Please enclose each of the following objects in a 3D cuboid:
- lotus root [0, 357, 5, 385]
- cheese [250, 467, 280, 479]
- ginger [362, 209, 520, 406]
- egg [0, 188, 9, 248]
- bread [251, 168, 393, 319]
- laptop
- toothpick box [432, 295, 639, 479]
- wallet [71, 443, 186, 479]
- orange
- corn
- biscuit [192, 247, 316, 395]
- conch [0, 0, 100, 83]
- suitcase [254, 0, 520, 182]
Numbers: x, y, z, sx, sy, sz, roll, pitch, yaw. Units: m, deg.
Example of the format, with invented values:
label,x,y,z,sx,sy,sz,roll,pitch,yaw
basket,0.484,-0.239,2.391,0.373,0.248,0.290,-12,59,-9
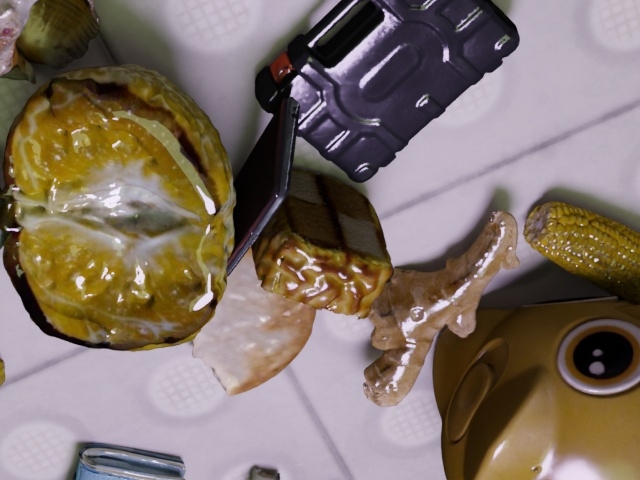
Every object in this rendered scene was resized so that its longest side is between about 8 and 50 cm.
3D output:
label,x,y,z,sx,sy,sz,roll,pitch,yaw
lotus root,-0.473,0.191,1.710,0.099,0.054,0.049,-28,135,7
cheese,-0.092,0.432,1.941,0.048,0.092,0.171,6,116,0
ginger,0.158,0.086,1.751,0.334,0.081,0.148,-44,77,17
egg,-0.495,-0.035,1.472,0.264,0.183,0.183,9,121,-25
bread,0.000,0.000,1.588,0.181,0.222,0.096,18,117,-19
laptop,-0.077,-0.059,1.528,0.026,0.154,0.207,16,144,-16
toothpick box,0.382,0.275,1.752,0.425,0.409,0.409,23,116,-16
wallet,-0.308,0.425,1.895,0.176,0.075,0.250,13,121,-17
orange,-0.226,-0.045,1.502,0.271,0.210,0.368,11,115,10
corn,0.425,0.028,1.781,0.310,0.101,0.101,29,113,-25
biscuit,-0.111,0.072,1.721,0.205,0.040,0.309,-25,126,5
conch,-0.337,-0.248,1.388,0.178,0.163,0.245,3,155,4
suitcase,0.081,-0.219,1.546,0.285,0.066,0.206,-42,123,19
